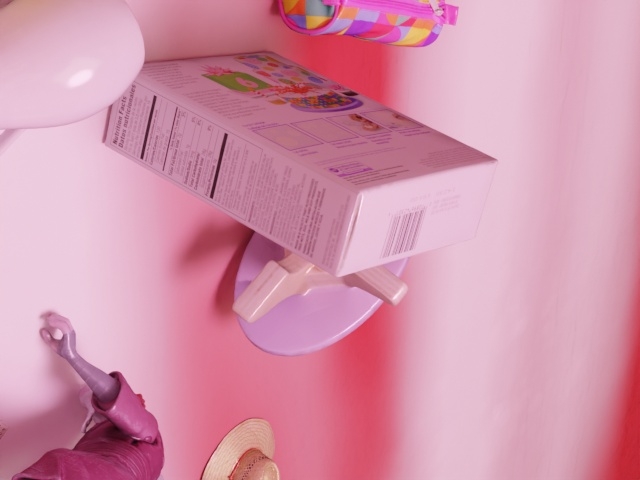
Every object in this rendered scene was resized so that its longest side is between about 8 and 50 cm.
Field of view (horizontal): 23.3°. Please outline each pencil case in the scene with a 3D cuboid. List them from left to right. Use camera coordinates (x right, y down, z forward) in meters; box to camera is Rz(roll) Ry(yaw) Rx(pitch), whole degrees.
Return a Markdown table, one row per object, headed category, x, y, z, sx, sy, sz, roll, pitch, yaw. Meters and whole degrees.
| category | x | y | z | sx | sy | sz | roll | pitch | yaw |
| --- | --- | --- | --- | --- | --- | --- | --- | --- | --- |
| pencil case | 0.055 | -0.274 | 1.782 | 0.236 | 0.104 | 0.104 | -5 | 117 | -52 |

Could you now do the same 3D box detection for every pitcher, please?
| category | x | y | z | sx | sy | sz | roll | pitch | yaw |
| --- | --- | --- | --- | --- | --- | --- | --- | --- | --- |
| pitcher | -0.272 | -0.141 | 1.429 | 0.207 | 0.125 | 0.177 | -27 | 156 | -27 |

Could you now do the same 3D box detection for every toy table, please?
| category | x | y | z | sx | sy | sz | roll | pitch | yaw |
| --- | --- | --- | --- | --- | --- | --- | --- | --- | --- |
| toy table | 0.000 | 0.000 | 1.801 | 0.274 | 0.252 | 0.161 | -62 | 169 | -11 |

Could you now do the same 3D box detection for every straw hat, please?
| category | x | y | z | sx | sy | sz | roll | pitch | yaw |
| --- | --- | --- | --- | --- | --- | --- | --- | --- | --- |
| straw hat | -0.088 | 0.311 | 2.041 | 0.144 | 0.061 | 0.144 | -29 | 131 | -40 |

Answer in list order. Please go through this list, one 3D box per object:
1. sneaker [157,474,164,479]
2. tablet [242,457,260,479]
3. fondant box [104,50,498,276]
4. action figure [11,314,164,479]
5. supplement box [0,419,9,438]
| category | x | y | z | sx | sy | sz | roll | pitch | yaw |
| --- | --- | --- | --- | --- | --- | --- | --- | --- | --- |
| sneaker | -0.184 | 0.419 | 1.923 | 0.210 | 0.137 | 0.366 | -59 | 144 | 1 |
| tablet | -0.093 | 0.328 | 2.106 | 0.054 | 0.006 | 0.083 | -47 | 145 | -23 |
| fondant box | -0.021 | -0.090 | 1.597 | 0.238 | 0.330 | 0.096 | -14 | 126 | -49 |
| action figure | -0.220 | 0.256 | 1.633 | 0.370 | 0.276 | 0.248 | -68 | 180 | -65 |
| supplement box | -0.373 | 0.210 | 1.582 | 0.098 | 0.062 | 0.036 | -54 | 146 | -11 |
